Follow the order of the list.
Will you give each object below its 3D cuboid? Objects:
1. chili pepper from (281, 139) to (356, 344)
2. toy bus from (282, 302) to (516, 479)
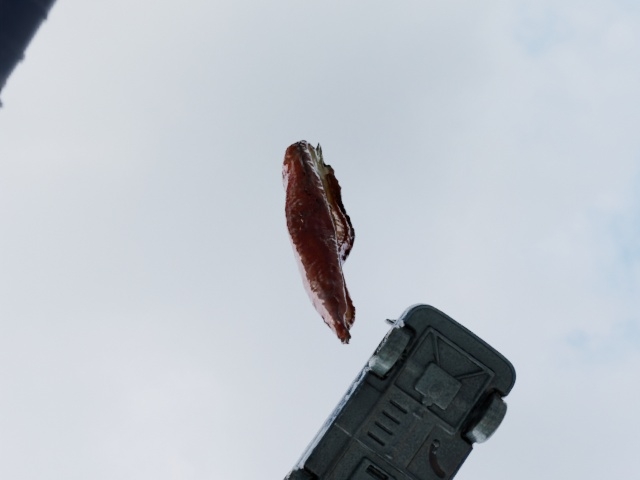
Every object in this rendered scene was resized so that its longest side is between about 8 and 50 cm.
[{"bbox_3d":[0.000,0.000,0.532,0.045,0.027,0.178,52,-164,-35],"label":"chili pepper"},{"bbox_3d":[0.048,0.177,0.848,0.113,0.134,0.246,35,-99,1],"label":"toy bus"}]
